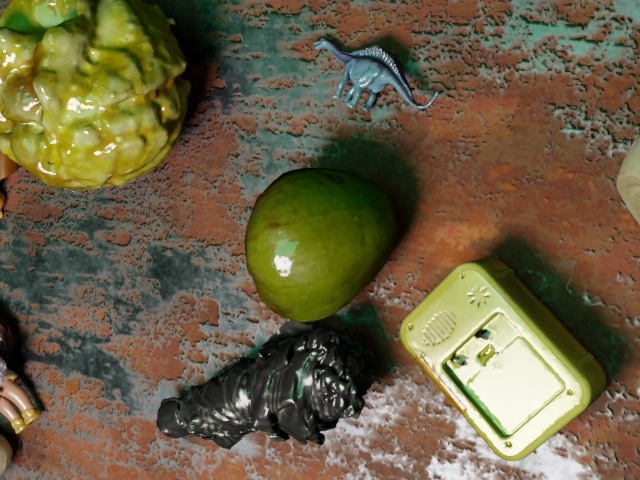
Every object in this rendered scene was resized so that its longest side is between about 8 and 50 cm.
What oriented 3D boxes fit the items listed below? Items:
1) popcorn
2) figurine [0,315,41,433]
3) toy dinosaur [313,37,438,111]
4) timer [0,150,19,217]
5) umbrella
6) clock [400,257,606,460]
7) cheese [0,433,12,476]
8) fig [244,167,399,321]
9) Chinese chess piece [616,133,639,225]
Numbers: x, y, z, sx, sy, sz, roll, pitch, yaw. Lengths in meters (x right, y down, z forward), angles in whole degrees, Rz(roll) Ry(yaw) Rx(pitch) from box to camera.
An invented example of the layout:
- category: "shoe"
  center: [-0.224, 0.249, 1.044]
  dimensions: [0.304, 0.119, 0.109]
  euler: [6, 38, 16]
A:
- category: "popcorn"
  center: [-0.297, -0.194, 1.124]
  dimensions: [0.282, 0.247, 0.282]
  euler: [28, 140, 27]
- category: "figurine"
  center: [-0.529, 0.192, 1.347]
  dimensions: [0.175, 0.116, 0.240]
  euler: [-38, 79, 27]
- category: "toy dinosaur"
  center: [0.058, -0.198, 1.059]
  dimensions: [0.197, 0.045, 0.080]
  euler: [32, 104, 32]
- category: "timer"
  center: [-0.521, -0.099, 1.342]
  dimensions: [0.132, 0.132, 0.152]
  euler: [24, 127, 25]
- category: "umbrella"
  center: [-0.073, 0.212, 1.115]
  dimensions: [0.337, 0.128, 0.154]
  euler: [-35, 61, 31]
- category: "clock"
  center: [0.202, 0.129, 0.974]
  dimensions: [0.202, 0.096, 0.143]
  euler: [50, 115, 18]
- category: "cheese"
  center: [-0.625, 0.332, 1.372]
  dimensions: [0.251, 0.174, 0.248]
  euler: [-38, 85, 25]
- category: "fig"
  center: [0.000, 0.000, 1.035]
  dimensions: [0.191, 0.181, 0.181]
  euler: [-20, 83, 5]
- category: "Chinese chess piece"
  center: [0.384, -0.013, 0.783]
  dimensions: [0.101, 0.250, 0.250]
  euler: [-44, 73, 5]
